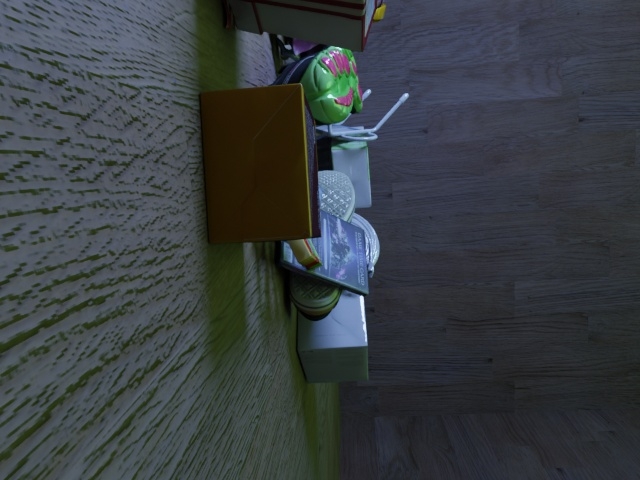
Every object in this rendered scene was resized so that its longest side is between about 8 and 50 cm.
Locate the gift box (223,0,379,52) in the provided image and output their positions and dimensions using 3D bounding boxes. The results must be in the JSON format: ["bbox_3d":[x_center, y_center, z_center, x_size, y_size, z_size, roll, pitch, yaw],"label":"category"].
[{"bbox_3d":[-0.036,-0.446,0.716,0.255,0.258,0.277,81,26,-71],"label":"gift box"}]

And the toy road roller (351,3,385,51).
[{"bbox_3d":[0.032,-0.713,1.473,0.203,0.329,0.241,-86,-177,-57],"label":"toy road roller"}]

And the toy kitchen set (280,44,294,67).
[{"bbox_3d":[-0.044,-0.474,1.474,0.166,0.122,0.207,-66,153,-81],"label":"toy kitchen set"}]

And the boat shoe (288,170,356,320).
[{"bbox_3d":[0.000,0.000,1.379,0.156,0.186,0.500,90,5,-53],"label":"boat shoe"}]

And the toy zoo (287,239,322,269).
[{"bbox_3d":[-0.061,-0.038,0.993,0.192,0.030,0.293,64,2,8],"label":"toy zoo"}]

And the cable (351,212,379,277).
[{"bbox_3d":[0.055,0.022,1.523,0.089,0.257,0.257,90,15,-57],"label":"cable"}]

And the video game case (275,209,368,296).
[{"bbox_3d":[0.009,0.012,1.207,0.274,0.026,0.196,24,51,-34],"label":"video game case"}]

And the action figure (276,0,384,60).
[{"bbox_3d":[0.059,-0.603,1.255,0.276,0.370,0.248,64,-4,-17],"label":"action figure"}]

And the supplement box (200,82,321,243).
[{"bbox_3d":[-0.073,-0.094,0.693,0.194,0.129,0.192,-12,99,-86],"label":"supplement box"}]

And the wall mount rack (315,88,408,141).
[{"bbox_3d":[0.101,-0.415,1.600,0.350,0.304,0.131,32,-52,52],"label":"wall mount rack"}]

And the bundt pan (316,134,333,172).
[{"bbox_3d":[-0.009,-0.220,1.765,0.331,0.124,0.331,-4,90,-86],"label":"bundt pan"}]

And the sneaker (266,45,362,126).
[{"bbox_3d":[-0.018,-0.354,1.131,0.483,0.202,0.185,-56,134,-70],"label":"sneaker"}]

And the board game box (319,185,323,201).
[{"bbox_3d":[-0.055,-0.151,1.167,0.160,0.039,0.211,55,12,-15],"label":"board game box"}]

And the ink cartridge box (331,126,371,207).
[{"bbox_3d":[0.104,-0.268,1.683,0.353,0.119,0.207,-86,170,-64],"label":"ink cartridge box"}]

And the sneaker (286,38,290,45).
[{"bbox_3d":[-0.025,-0.552,1.634,0.330,0.147,0.130,84,5,-46],"label":"sneaker"}]

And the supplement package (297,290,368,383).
[{"bbox_3d":[0.042,0.298,1.513,0.263,0.199,0.198,81,6,-53],"label":"supplement package"}]
